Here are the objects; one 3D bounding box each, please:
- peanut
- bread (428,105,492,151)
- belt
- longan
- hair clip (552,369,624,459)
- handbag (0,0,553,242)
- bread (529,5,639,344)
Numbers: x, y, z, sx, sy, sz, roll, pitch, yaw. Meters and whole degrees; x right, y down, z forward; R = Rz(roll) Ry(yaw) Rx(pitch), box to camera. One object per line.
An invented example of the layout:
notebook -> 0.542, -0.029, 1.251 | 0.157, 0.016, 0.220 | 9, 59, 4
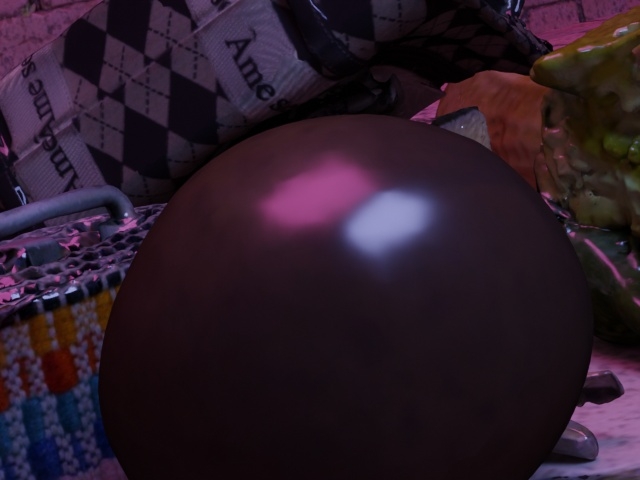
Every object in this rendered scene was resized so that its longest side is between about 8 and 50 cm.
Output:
peanut -> 0.212, -0.097, 1.452 | 0.147, 0.147, 0.305 | -17, 14, -23
bread -> 0.000, 0.000, 1.157 | 0.178, 0.135, 0.240 | -5, 14, 38
belt -> -0.156, 0.059, 0.945 | 0.207, 0.160, 0.295 | -3, 13, 46
longan -> 0.010, 0.043, 0.728 | 0.220, 0.196, 0.196 | -16, 10, -6
hair clip -> 0.052, 0.080, 0.854 | 0.214, 0.062, 0.056 | -3, 46, 35
handbag -> -0.046, -0.090, 1.218 | 0.416, 0.180, 0.316 | -33, -19, 22
bread -> 0.289, -0.067, 1.011 | 0.251, 0.208, 0.376 | 1, 13, 41
